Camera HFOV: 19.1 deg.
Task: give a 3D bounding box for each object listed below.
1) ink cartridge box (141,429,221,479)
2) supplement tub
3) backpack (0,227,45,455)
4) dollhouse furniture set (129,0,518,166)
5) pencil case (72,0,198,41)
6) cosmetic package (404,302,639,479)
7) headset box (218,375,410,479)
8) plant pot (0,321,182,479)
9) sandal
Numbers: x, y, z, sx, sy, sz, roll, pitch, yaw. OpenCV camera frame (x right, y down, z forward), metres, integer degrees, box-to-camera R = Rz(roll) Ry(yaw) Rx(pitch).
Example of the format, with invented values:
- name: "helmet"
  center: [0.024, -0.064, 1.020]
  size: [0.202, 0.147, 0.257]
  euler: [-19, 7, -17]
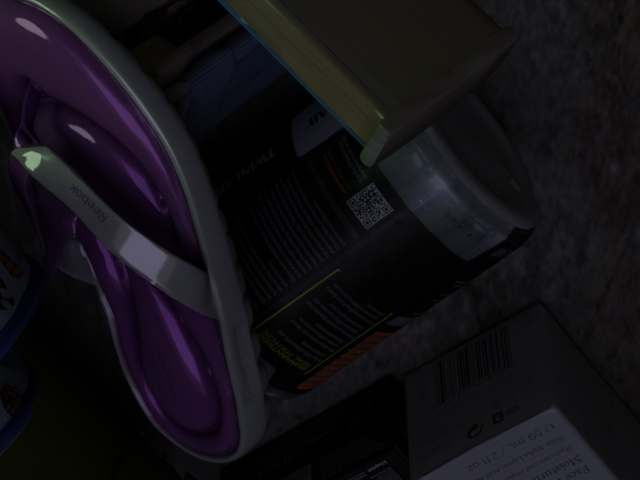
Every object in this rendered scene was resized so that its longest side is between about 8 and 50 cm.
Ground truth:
- name: "ink cartridge box"
  center: [-0.163, 0.263, 1.722]
  size: [0.127, 0.175, 0.072]
  euler: [-29, 120, 18]
- name: "supplement tub"
  center: [0.000, 0.000, 1.536]
  size: [0.316, 0.193, 0.193]
  euler: [-36, 117, 20]
- name: "backpack"
  center: [-0.308, 0.082, 1.293]
  size: [0.263, 0.276, 0.213]
  euler: [-45, 113, 8]
- name: "dollhouse furniture set"
  center: [0.011, -0.127, 1.413]
  size: [0.198, 0.286, 0.303]
  euler: [46, 148, 9]
- name: "pencil case"
  center: [-0.098, -0.331, 1.333]
  size: [0.184, 0.160, 0.410]
  euler: [18, 123, -25]
- name: "cosmetic package"
  center: [0.187, 0.190, 1.691]
  size: [0.151, 0.151, 0.183]
  euler: [-31, 119, 20]
- name: "headset box"
  center: [0.063, 0.299, 1.788]
  size: [0.218, 0.110, 0.293]
  euler: [-31, 118, 19]
- name: "plant pot"
  center: [-0.358, 0.163, 1.575]
  size: [0.366, 0.366, 0.353]
  euler: [-25, 109, 15]
- name: "sandal"
  center: [-0.148, 0.006, 1.375]
  size: [0.169, 0.102, 0.416]
  euler: [-2, 123, 41]
